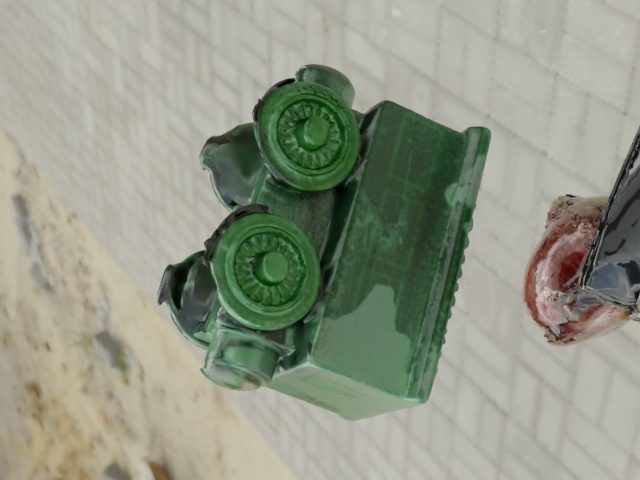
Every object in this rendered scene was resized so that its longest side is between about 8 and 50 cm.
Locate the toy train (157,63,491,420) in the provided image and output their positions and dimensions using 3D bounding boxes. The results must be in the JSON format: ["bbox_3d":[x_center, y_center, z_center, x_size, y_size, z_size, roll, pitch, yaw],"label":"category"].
[{"bbox_3d":[0.000,0.000,0.903,0.145,0.202,0.266,-29,41,62],"label":"toy train"}]

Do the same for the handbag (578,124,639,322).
[{"bbox_3d":[0.355,-0.014,0.778,0.342,0.288,0.152,38,-177,20],"label":"handbag"}]

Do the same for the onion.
[{"bbox_3d":[0.271,0.018,1.168,0.147,0.184,0.184,55,151,36],"label":"onion"}]
